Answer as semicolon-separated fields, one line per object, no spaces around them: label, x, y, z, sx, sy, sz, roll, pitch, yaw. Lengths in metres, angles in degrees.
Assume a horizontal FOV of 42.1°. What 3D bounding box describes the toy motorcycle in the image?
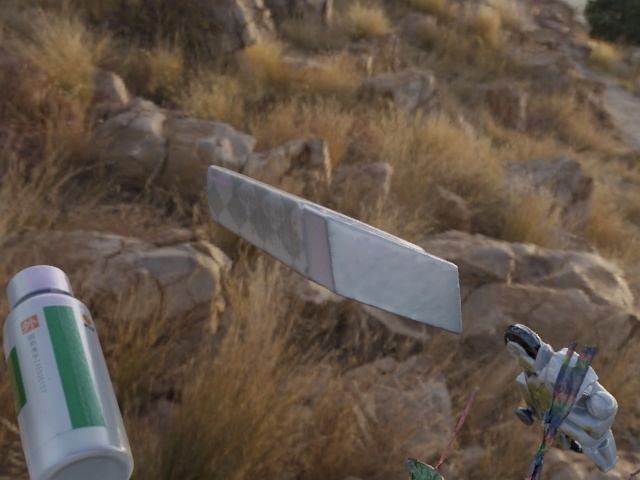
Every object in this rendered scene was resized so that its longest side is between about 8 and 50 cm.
toy motorcycle;0.312;0.201;1.042;0.074;0.229;0.151;-39;25;-21

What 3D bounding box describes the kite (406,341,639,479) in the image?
kite;0.143;0.176;0.576;0.198;0.244;0.006;18;-23;41

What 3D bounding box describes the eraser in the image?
eraser;0.000;0.000;1.032;0.213;0.082;0.397;20;3;-28

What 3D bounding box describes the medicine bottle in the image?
medicine bottle;-0.260;0.134;0.830;0.095;0.095;0.260;-2;42;-28
